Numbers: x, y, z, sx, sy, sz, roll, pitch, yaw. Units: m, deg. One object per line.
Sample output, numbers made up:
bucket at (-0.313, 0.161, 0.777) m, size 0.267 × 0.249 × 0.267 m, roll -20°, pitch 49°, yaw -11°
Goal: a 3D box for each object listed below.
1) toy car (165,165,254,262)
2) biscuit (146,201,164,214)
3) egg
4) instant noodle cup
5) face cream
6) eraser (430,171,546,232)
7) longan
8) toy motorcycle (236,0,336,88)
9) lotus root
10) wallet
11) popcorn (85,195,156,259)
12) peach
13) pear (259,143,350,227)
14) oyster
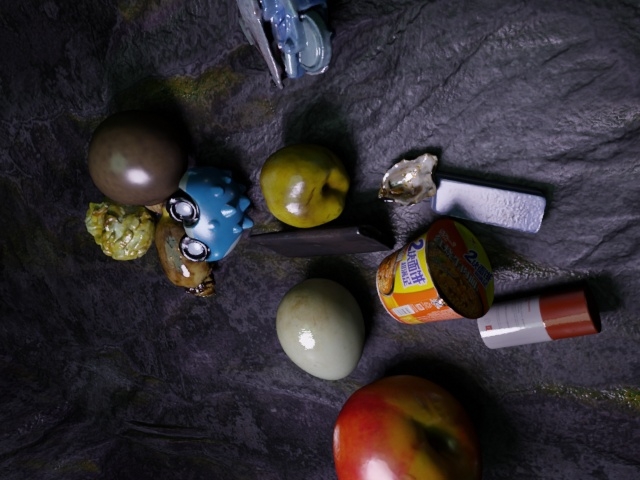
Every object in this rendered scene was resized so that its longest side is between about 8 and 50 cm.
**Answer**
toy car at (-0.271, -0.071, 1.227) m, size 0.190 × 0.188 × 0.255 m, roll -1°, pitch 121°, yaw 6°
biscuit at (-0.517, -0.162, 1.403) m, size 0.183 × 0.061 × 0.118 m, roll 34°, pitch 127°, yaw 8°
egg at (0.008, 0.232, 1.202) m, size 0.218 × 0.218 × 0.295 m, roll -2°, pitch 128°, yaw 32°
instant noodle cup at (0.231, 0.082, 0.997) m, size 0.174 × 0.213 × 0.213 m, roll -30°, pitch 98°, yaw 47°
face cream at (0.444, 0.161, 0.969) m, size 0.214 × 0.096 × 0.095 m, roll -20°, pitch 104°, yaw 37°
eraser at (0.327, -0.079, 0.946) m, size 0.225 × 0.036 × 0.082 m, roll 15°, pitch 124°, yaw 24°
longan at (-0.471, -0.209, 1.230) m, size 0.258 × 0.258 × 0.258 m, roll 15°, pitch 122°, yaw 24°
toy motorcycle at (-0.099, -0.458, 0.901) m, size 0.241 × 0.182 × 0.319 m, roll -6°, pitch 113°, yaw 34°
lotus root at (-0.396, 0.022, 1.362) m, size 0.141 × 0.169 × 0.314 m, roll -15°, pitch 105°, yaw 3°
wallet at (0.000, 0.000, 1.132) m, size 0.321 × 0.170 × 0.044 m, roll -4°, pitch 74°, yaw 34°
popcorn at (-0.608, -0.042, 1.453) m, size 0.221 × 0.184 × 0.204 m, roll 29°, pitch 115°, yaw 32°
peach at (0.200, 0.532, 1.161) m, size 0.388 × 0.388 × 0.388 m, roll 15°, pitch 122°, yaw 24°
pear at (-0.038, -0.122, 1.049) m, size 0.200 × 0.200 × 0.200 m, roll 15°, pitch 122°, yaw 24°
oyster at (0.185, -0.123, 0.999) m, size 0.148 × 0.051 × 0.103 m, roll -8°, pitch 93°, yaw 34°
